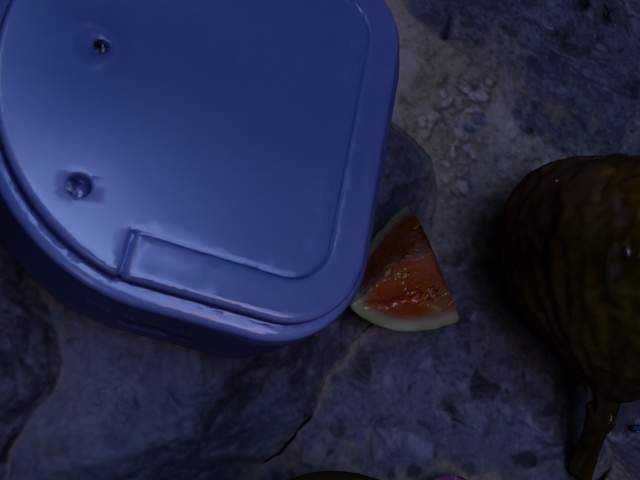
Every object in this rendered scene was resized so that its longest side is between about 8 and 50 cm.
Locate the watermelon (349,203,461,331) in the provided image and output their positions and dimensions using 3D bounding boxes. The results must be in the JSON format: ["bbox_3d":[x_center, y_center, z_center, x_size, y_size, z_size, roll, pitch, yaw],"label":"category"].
[{"bbox_3d":[0.090,0.020,0.790,0.125,0.094,0.136,6,67,-13],"label":"watermelon"}]

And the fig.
[{"bbox_3d":[0.324,0.088,0.814,0.286,0.286,0.369,-2,106,-24],"label":"fig"}]

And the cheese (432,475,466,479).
[{"bbox_3d":[0.141,0.285,0.761,0.145,0.038,0.095,28,67,-20],"label":"cheese"}]

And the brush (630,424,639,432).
[{"bbox_3d":[0.435,0.225,0.903,0.164,0.051,0.014,8,67,-13],"label":"brush"}]

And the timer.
[{"bbox_3d":[-0.130,-0.104,0.687,0.394,0.173,0.395,6,73,-22],"label":"timer"}]

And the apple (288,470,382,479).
[{"bbox_3d":[0.005,0.318,0.546,0.319,0.319,0.277,-19,69,-27],"label":"apple"}]
